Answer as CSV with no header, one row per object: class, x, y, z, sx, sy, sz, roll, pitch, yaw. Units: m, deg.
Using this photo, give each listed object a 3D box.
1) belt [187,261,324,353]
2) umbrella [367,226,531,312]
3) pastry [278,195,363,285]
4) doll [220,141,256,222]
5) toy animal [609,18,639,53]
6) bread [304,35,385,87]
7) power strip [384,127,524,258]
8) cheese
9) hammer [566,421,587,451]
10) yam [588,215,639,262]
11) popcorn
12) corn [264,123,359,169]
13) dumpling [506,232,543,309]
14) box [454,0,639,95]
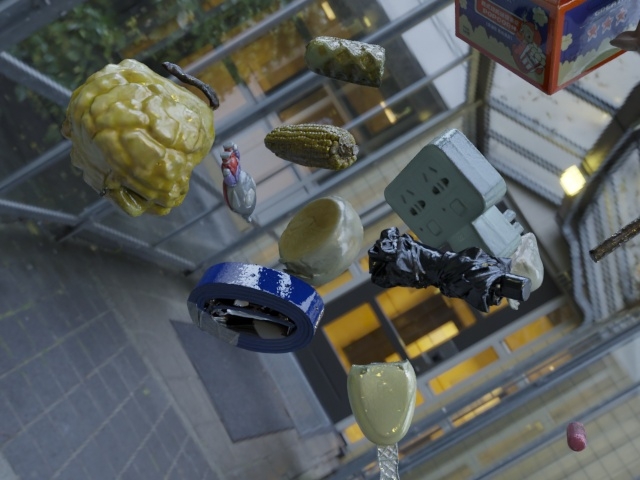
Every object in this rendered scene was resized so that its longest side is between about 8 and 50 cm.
belt,-0.170,0.179,2.018,0.117,0.347,0.212,-65,163,-55
umbrella,0.209,0.048,1.242,0.273,0.110,0.122,11,-4,34
pastry,0.002,-0.002,2.082,0.133,0.265,0.264,39,15,-38
doll,-0.185,-0.120,1.707,0.227,0.075,0.102,77,17,-44
toy animal,0.782,-0.480,1.590,0.195,0.256,0.213,38,-13,4
bread,0.077,-0.576,2.442,0.152,0.268,0.129,56,48,-79
power strip,0.281,-0.071,1.487,0.261,0.141,0.229,49,-30,5
cheese,0.119,0.346,1.390,0.054,0.127,0.251,124,-39,-82
hammer,0.524,0.401,1.562,0.043,0.043,0.083,59,18,1
yam,0.816,-0.046,1.914,0.045,0.327,0.045,57,0,4
popcorn,-0.369,-0.232,1.655,0.349,0.382,0.349,34,-33,26
corn,-0.024,-0.254,2.034,0.322,0.119,0.119,15,-30,41
dumpling,0.509,0.092,1.984,0.124,0.151,0.228,18,-45,32
box,0.543,-0.580,1.801,0.348,0.319,0.256,49,-21,38
